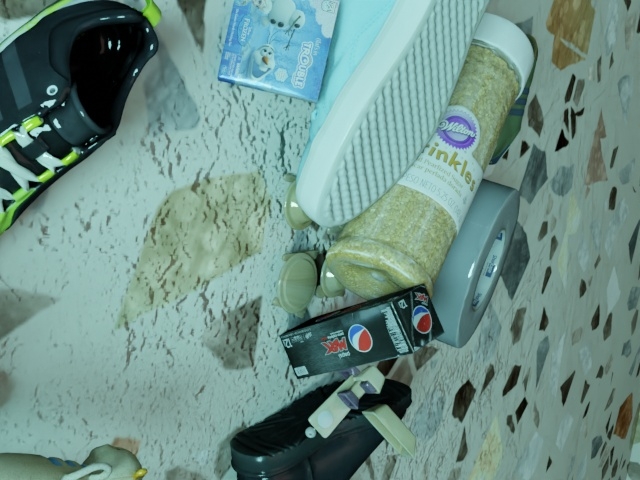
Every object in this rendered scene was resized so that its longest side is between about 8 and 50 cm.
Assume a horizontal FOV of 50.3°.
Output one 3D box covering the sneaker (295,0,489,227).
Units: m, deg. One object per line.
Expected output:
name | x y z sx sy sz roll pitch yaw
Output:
sneaker | 0.053 -0.195 0.662 0.135 0.150 0.366 20 99 -55

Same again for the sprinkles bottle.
sprinkles bottle | 0.132 -0.096 0.775 0.121 0.121 0.355 53 56 -44

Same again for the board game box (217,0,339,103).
board game box | -0.037 -0.174 0.596 0.020 0.090 0.090 -159 -99 -83

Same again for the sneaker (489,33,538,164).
sneaker | 0.262 -0.195 0.978 0.192 0.064 0.086 -63 147 -16

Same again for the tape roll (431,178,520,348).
tape roll | 0.188 0.027 0.889 0.219 0.072 0.219 -49 151 -40

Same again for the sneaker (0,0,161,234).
sneaker | -0.184 -0.074 0.426 0.084 0.097 0.234 49 62 -45

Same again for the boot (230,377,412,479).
boot | 0.008 0.283 0.765 0.246 0.094 0.207 -16 109 -41

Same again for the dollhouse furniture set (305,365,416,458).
dollhouse furniture set | 0.046 0.193 0.677 0.081 0.091 0.114 -44 96 -23

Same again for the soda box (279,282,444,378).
soda box | 0.037 0.094 0.689 0.060 0.169 0.053 -22 89 -45

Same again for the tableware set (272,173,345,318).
tableware set | 0.000 0.000 0.737 0.141 0.020 0.168 2 96 -54

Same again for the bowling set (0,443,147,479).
bowling set | -0.184 0.182 0.446 0.154 0.287 0.200 26 46 -57
